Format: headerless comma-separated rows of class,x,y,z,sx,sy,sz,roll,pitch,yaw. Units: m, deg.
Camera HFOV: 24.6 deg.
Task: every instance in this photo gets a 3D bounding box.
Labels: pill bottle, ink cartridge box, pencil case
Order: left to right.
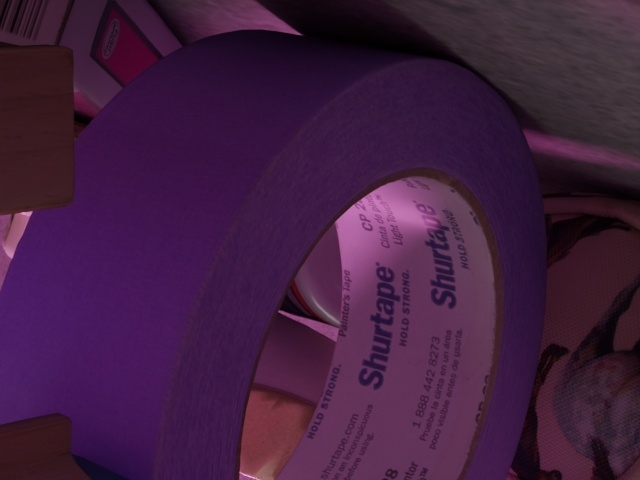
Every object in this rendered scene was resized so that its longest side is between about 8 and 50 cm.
ink cartridge box,-0.156,-0.097,0.743,0.176,0.069,0.371,18,178,8
pill bottle,0.000,0.000,0.964,0.108,0.108,0.180,20,175,-23
pencil case,0.170,0.091,0.908,0.160,0.183,0.410,43,-175,21

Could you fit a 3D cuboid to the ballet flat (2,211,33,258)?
ballet flat,-0.353,-0.047,1.622,0.147,0.147,0.409,14,174,44

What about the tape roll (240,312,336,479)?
tape roll,-0.017,0.176,0.808,0.392,0.072,0.392,30,-156,-15

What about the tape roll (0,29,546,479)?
tape roll,-0.009,0.054,0.609,0.090,0.274,0.275,14,173,33

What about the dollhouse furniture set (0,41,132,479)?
dollhouse furniture set,-0.224,0.090,0.433,0.286,0.303,0.198,-10,-164,-43

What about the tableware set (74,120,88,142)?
tableware set,-0.165,-0.061,0.677,0.141,0.020,0.169,15,174,44
